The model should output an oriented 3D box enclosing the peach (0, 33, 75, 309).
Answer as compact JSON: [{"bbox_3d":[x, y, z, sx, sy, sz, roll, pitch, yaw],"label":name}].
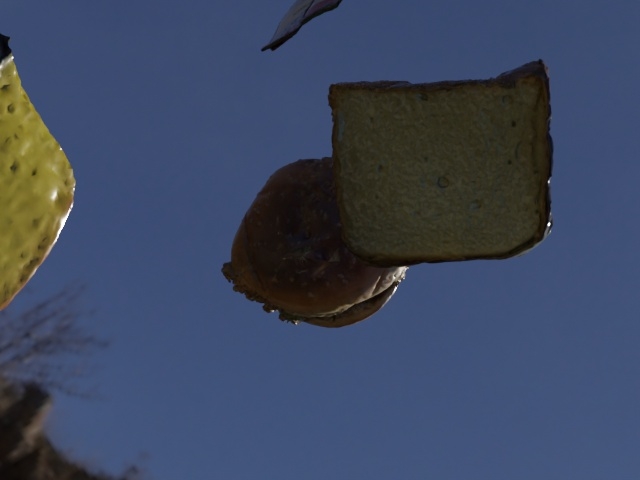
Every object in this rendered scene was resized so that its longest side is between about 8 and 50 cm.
[{"bbox_3d":[-0.383,-0.069,1.288,0.306,0.380,0.242,18,-36,32],"label":"peach"}]

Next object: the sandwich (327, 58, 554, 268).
[{"bbox_3d":[0.142,-0.085,1.728,0.087,0.251,0.226,-69,154,-77],"label":"sandwich"}]

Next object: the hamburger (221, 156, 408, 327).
[{"bbox_3d":[0.000,0.000,2.151,0.146,0.286,0.243,51,21,-67],"label":"hamburger"}]

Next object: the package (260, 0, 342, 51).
[{"bbox_3d":[0.019,-0.308,1.727,0.040,0.232,0.166,42,-51,-19],"label":"package"}]
